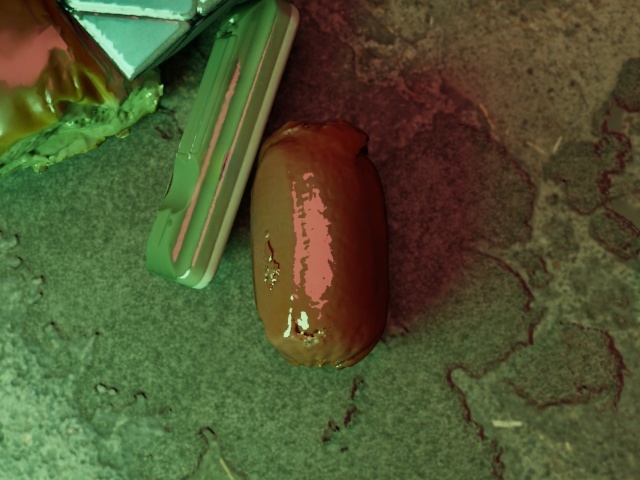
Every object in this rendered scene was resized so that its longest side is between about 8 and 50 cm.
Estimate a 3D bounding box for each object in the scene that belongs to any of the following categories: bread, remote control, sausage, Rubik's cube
[{"bbox_3d":[-0.354,-0.191,1.035,0.279,0.225,0.250,-34,79,7],"label":"bread"},{"bbox_3d":[-0.118,-0.115,1.044,0.065,0.128,0.335,21,84,-33],"label":"remote control"},{"bbox_3d":[0.000,0.000,1.003,0.152,0.152,0.280,-2,82,7],"label":"sausage"},{"bbox_3d":[-0.172,-0.326,0.987,0.205,0.207,0.205,-37,101,19],"label":"Rubik's cube"}]
